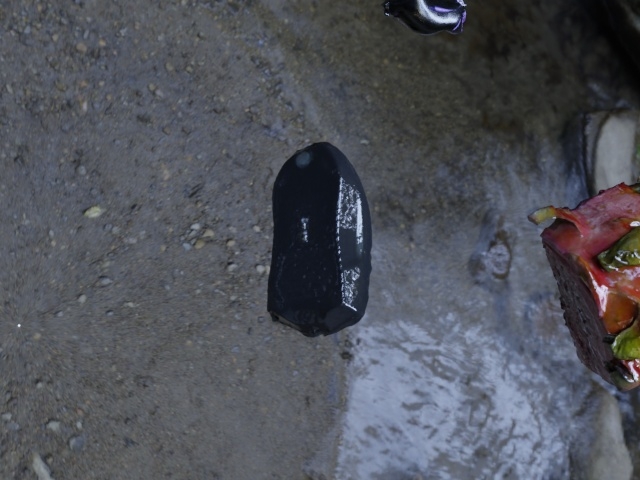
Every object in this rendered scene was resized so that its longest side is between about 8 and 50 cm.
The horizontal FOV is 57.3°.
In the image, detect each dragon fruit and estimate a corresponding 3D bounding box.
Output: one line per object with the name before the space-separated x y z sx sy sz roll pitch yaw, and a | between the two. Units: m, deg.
dragon fruit | 0.209 0.039 0.374 0.102 0.096 0.147 -19 107 7

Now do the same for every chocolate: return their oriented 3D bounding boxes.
chocolate | 0.101 -0.220 0.547 0.072 0.070 0.147 9 42 13

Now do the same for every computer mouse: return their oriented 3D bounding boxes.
computer mouse | 0.000 0.000 0.658 0.073 0.122 0.217 18 70 -50
